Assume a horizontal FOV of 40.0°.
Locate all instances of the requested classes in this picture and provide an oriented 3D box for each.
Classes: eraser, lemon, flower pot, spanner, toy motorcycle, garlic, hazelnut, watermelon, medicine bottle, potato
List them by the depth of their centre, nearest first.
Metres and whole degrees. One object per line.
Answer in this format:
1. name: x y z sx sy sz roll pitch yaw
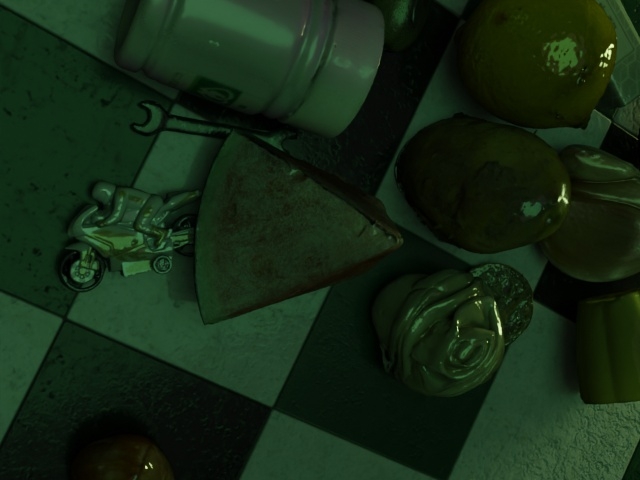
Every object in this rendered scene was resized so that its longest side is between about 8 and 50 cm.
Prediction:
1. medicine bottle: -0.100 -0.287 1.218 0.326 0.212 0.212 16 89 -21
2. hazelnut: -0.283 0.351 1.248 0.150 0.150 0.150 -2 96 -21
3. toy motorcycle: -0.271 -0.019 1.251 0.229 0.074 0.151 -19 98 -16
4. watermelon: -0.024 0.024 1.261 0.283 0.292 0.250 13 112 -34
5. spanner: -0.153 -0.165 1.312 0.255 0.015 0.054 7 92 -21
6. potato: 0.267 -0.078 1.354 0.229 0.266 0.229 -4 99 -23
7. lemon: 0.330 -0.292 1.376 0.254 0.228 0.228 23 86 9
8. eraser: 0.421 -0.409 1.466 0.096 0.098 0.404 -40 107 -13
9. garlic: 0.484 -0.034 1.509 0.228 0.110 0.217 26 98 12
10. flower pot: 0.530 0.179 1.528 0.195 0.195 0.179 -10 85 -20

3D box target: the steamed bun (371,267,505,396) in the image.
1. steamed bun: 0.199 0.157 1.398 0.211 0.144 0.218 -15 102 -8

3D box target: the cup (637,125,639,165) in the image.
1. cup: 0.727 -0.195 1.510 0.292 0.242 0.307 -9 97 -7

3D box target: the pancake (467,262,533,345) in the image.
1. pancake: 0.296 0.111 1.506 0.158 0.028 0.158 -3 99 -19

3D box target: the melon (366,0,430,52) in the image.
1. melon: 0.121 -0.370 1.355 0.099 0.099 0.162 17 86 -22
